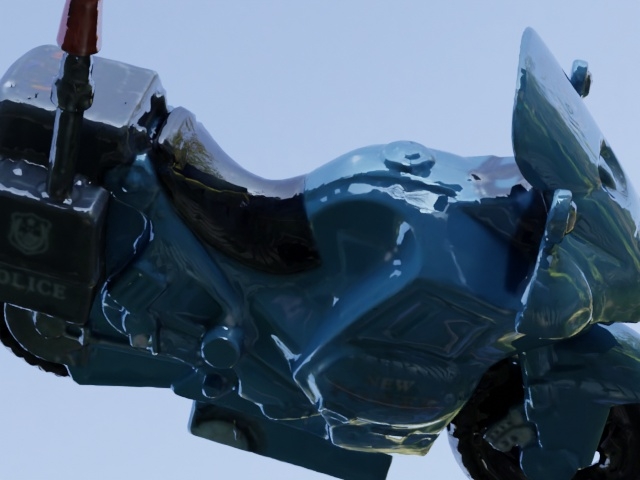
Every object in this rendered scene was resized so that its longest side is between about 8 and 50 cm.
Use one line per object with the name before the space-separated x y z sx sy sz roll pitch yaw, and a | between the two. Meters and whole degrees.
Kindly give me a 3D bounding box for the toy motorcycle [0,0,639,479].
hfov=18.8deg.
toy motorcycle | 0.000 0.000 0.665 0.272 0.123 0.182 15 -58 2
